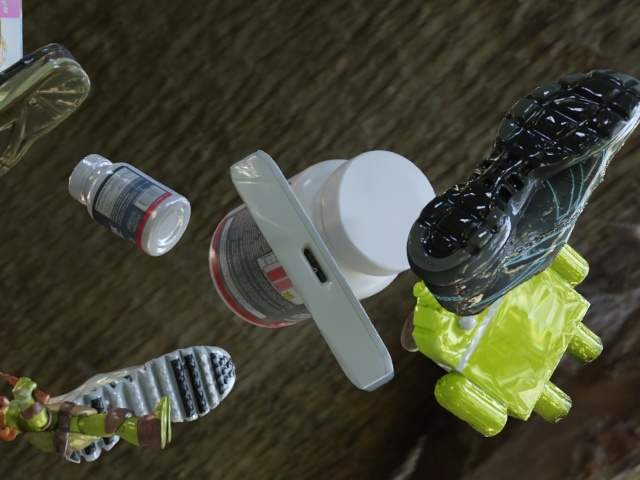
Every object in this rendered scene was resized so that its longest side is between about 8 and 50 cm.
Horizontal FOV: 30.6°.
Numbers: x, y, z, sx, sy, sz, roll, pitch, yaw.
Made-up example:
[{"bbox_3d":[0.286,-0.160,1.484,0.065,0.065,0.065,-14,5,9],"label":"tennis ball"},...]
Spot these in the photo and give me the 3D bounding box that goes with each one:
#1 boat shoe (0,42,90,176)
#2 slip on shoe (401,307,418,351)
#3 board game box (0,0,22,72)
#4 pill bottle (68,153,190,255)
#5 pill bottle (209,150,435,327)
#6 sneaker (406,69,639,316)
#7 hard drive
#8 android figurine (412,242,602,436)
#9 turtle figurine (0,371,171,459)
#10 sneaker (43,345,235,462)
[{"bbox_3d":[-0.352,-0.131,1.272,0.080,0.224,0.073,50,6,-48],"label":"boat shoe"},{"bbox_3d":[0.162,0.107,1.745,0.051,0.135,0.041,48,15,29],"label":"slip on shoe"},{"bbox_3d":[-0.611,-0.316,1.762,0.064,0.317,0.242,-29,-119,52],"label":"board game box"},{"bbox_3d":[-0.307,-0.062,1.864,0.180,0.108,0.108,31,-8,21],"label":"pill bottle"},{"bbox_3d":[0.000,0.000,1.742,0.210,0.210,0.363,54,-34,-8],"label":"pill bottle"},{"bbox_3d":[0.184,-0.043,1.022,0.101,0.267,0.106,38,-14,43],"label":"sneaker"},{"bbox_3d":[0.002,0.047,1.206,0.233,0.047,0.353,59,-1,8],"label":"hard drive"},{"bbox_3d":[0.216,0.097,1.367,0.273,0.248,0.056,40,-14,-27],"label":"android figurine"},{"bbox_3d":[-0.287,0.211,1.361,0.269,0.218,0.087,96,-4,-71],"label":"turtle figurine"},{"bbox_3d":[-0.260,0.215,1.669,0.118,0.292,0.110,12,-65,57],"label":"sneaker"}]
